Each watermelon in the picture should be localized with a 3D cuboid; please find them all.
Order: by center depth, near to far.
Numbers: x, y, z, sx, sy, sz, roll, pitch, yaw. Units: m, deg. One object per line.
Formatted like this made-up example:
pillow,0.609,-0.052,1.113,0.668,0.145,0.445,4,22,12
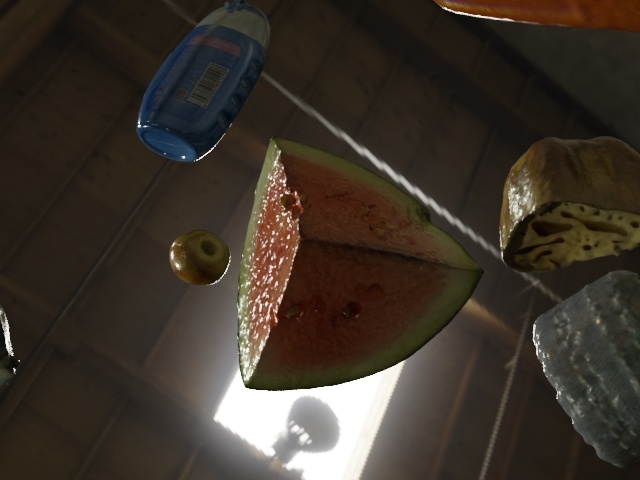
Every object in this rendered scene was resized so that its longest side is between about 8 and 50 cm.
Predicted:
watermelon,0.005,0.008,0.800,0.137,0.193,0.145,62,-175,-37

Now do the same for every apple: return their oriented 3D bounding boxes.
apple,-0.168,0.023,1.497,0.084,0.071,0.084,18,-127,-25

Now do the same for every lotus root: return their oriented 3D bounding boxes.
lotus root,0.230,-0.043,0.991,0.095,0.159,0.135,46,-151,-38

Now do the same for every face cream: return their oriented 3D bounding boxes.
face cream,-0.161,-0.238,1.527,0.149,0.083,0.264,16,-117,24

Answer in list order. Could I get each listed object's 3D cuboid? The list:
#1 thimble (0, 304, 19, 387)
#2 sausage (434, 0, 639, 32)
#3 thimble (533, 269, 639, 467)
thimble,-0.472,0.119,1.240,0.237,0.150,0.237,-2,-80,-14
sausage,0.160,-0.175,0.529,0.153,0.268,0.141,-11,-72,-48
thimble,0.403,0.163,1.391,0.205,0.172,0.236,37,-154,-42
